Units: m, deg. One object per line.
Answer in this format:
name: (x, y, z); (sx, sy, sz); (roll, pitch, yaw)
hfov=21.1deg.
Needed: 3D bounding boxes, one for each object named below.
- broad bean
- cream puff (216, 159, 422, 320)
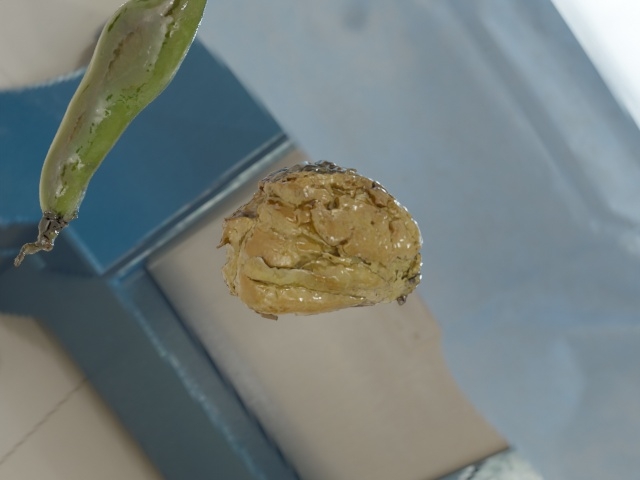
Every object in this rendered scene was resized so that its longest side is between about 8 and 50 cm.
broad bean: (-0.188, -0.123, 1.556); (0.067, 0.325, 0.075); (21, 12, -40)
cream puff: (0.000, 0.000, 1.114); (0.119, 0.133, 0.104); (12, 76, -73)
